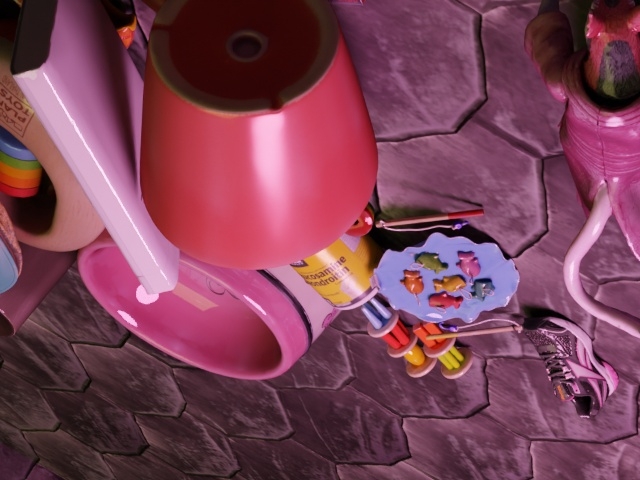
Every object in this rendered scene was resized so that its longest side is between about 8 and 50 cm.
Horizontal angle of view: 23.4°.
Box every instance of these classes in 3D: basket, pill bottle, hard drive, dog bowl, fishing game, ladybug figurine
[{"bbox_3d":[-0.456,0.017,2.320,0.204,0.227,0.154,15,150,22],"label":"basket"},{"bbox_3d":[0.000,0.000,2.014,0.103,0.103,0.184,-5,139,46],"label":"pill bottle"},{"bbox_3d":[-0.242,-0.137,1.752,0.047,0.233,0.353,-13,135,12],"label":"hard drive"},{"bbox_3d":[-0.165,0.047,2.195,0.408,0.150,0.408,21,152,12],"label":"dog bowl"},{"bbox_3d":[0.159,0.056,1.978,0.189,0.041,0.264,-5,141,13],"label":"fishing game"},{"bbox_3d":[-0.368,-0.148,2.004,0.305,0.162,0.449,39,153,-1],"label":"ladybug figurine"}]

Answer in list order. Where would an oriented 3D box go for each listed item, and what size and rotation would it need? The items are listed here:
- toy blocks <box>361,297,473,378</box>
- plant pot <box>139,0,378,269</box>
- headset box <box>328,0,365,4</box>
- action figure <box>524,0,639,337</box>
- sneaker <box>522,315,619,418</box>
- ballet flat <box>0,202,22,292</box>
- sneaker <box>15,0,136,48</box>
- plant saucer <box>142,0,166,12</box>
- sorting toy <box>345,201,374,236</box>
[{"bbox_3d":[0.130,0.131,2.178,0.123,0.054,0.148,-4,139,46],"label":"toy blocks"},{"bbox_3d":[-0.073,-0.142,1.646,0.275,0.275,0.243,21,152,13],"label":"plant pot"},{"bbox_3d":[0.013,-0.278,1.599,0.062,0.032,0.083,9,146,31],"label":"headset box"},{"bbox_3d":[0.265,-0.107,1.436,0.248,0.276,0.370,22,167,24],"label":"action figure"},{"bbox_3d":[0.328,0.170,2.041,0.178,0.077,0.072,42,148,-24],"label":"sneaker"},{"bbox_3d":[-0.474,-0.072,1.966,0.123,0.123,0.348,14,143,25],"label":"ballet flat"},{"bbox_3d":[-0.298,-0.290,1.848,0.175,0.064,0.067,26,133,-8],"label":"sneaker"},{"bbox_3d":[-0.149,-0.297,1.708,0.200,0.037,0.200,22,153,12],"label":"plant saucer"},{"bbox_3d":[-0.047,-0.099,1.874,0.274,0.046,0.132,23,127,-6],"label":"sorting toy"}]
